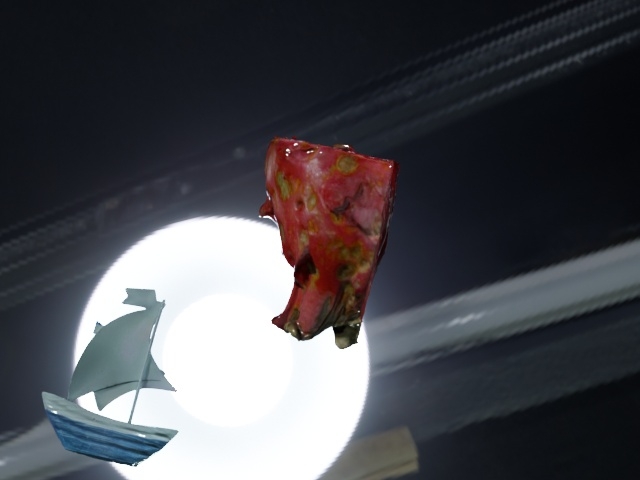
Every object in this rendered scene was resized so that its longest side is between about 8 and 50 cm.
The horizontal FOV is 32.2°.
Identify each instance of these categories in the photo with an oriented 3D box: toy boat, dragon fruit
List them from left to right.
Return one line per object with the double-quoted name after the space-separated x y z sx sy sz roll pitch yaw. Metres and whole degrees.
-0.169 0.108 0.885 0.105 0.149 0.034 -5 -17 -14 "toy boat"
0.000 0.000 1.081 0.134 0.262 0.211 7 -90 4 "dragon fruit"
